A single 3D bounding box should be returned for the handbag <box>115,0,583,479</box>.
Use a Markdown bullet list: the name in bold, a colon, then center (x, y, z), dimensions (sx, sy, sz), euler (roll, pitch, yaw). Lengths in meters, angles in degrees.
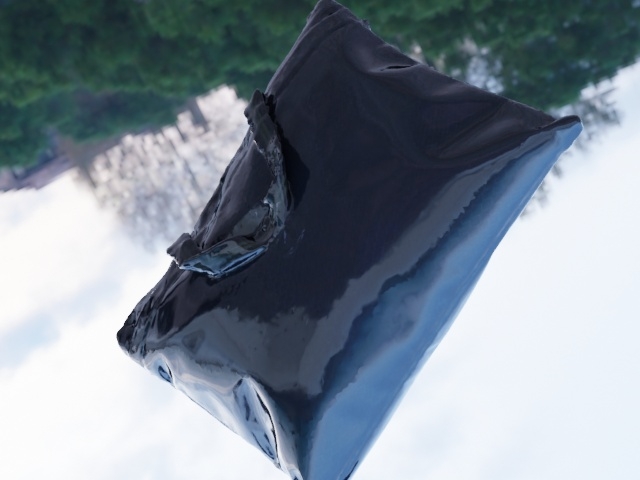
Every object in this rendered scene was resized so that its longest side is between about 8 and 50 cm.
- **handbag**: center (0.000, 0.000, 0.724), dimensions (0.211, 0.088, 0.254), euler (37, -84, 42)
